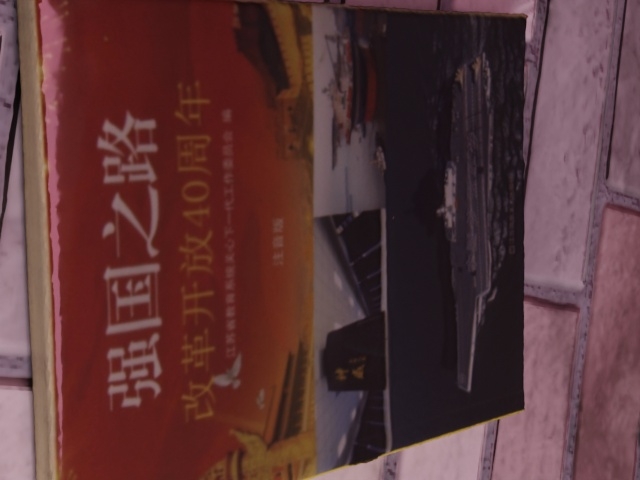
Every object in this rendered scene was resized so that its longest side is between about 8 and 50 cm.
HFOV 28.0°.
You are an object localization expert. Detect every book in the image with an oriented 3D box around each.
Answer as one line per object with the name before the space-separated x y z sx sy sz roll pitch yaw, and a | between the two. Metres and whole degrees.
book | 0.000 0.000 0.712 0.374 0.028 0.263 -7 100 -46
